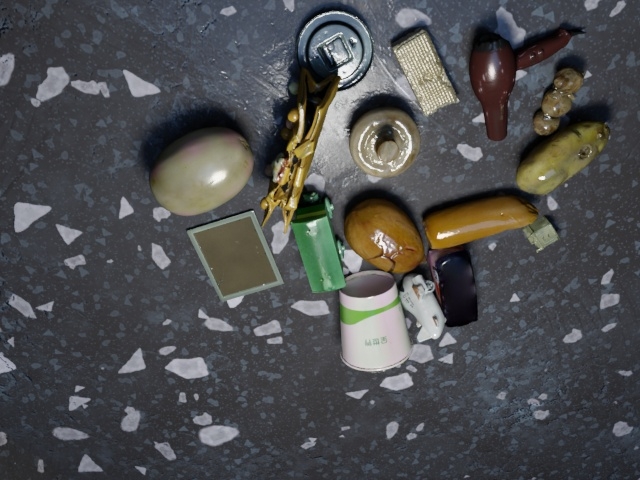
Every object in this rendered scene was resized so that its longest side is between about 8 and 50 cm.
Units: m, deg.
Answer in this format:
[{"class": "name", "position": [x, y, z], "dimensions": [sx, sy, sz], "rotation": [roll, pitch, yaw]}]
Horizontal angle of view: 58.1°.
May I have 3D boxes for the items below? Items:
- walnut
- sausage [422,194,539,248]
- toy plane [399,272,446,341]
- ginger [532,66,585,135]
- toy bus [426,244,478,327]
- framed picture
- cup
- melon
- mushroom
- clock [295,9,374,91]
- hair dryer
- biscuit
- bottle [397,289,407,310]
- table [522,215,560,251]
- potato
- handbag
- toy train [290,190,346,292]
[{"class": "walnut", "position": [0.211, -0.005, 1.788], "dimensions": [0.298, 0.203, 0.203], "rotation": [31, 114, -10]}, {"class": "sausage", "position": [0.500, -0.069, 1.799], "dimensions": [0.354, 0.134, 0.116], "rotation": [-16, 123, 7]}, {"class": "toy plane", "position": [0.331, 0.216, 1.901], "dimensions": [0.117, 0.245, 0.245], "rotation": [-20, 120, -4]}, {"class": "ginger", "position": [0.673, -0.396, 1.645], "dimensions": [0.104, 0.080, 0.204], "rotation": [-18, 138, -35]}, {"class": "toy bus", "position": [0.437, 0.145, 1.910], "dimensions": [0.127, 0.147, 0.303], "rotation": [-18, 118, -2]}, {"class": "framed picture", "position": [-0.276, 0.054, 1.901], "dimensions": [0.232, 0.019, 0.296], "rotation": [-16, 119, 6]}, {"class": "cup", "position": [0.170, 0.260, 1.922], "dimensions": [0.253, 0.253, 0.274], "rotation": [-10, 114, 3]}, {"class": "melon", "position": [-0.341, -0.195, 1.639], "dimensions": [0.317, 0.223, 0.223], "rotation": [-27, 118, 18]}, {"class": "mushroom", "position": [0.184, -0.268, 1.625], "dimensions": [0.207, 0.215, 0.207], "rotation": [0, 112, 0]}, {"class": "clock", "position": [0.039, -0.516, 1.573], "dimensions": [0.215, 0.042, 0.215], "rotation": [-1, 120, -2]}, {"class": "hair dryer", "position": [0.586, -0.471, 1.609], "dimensions": [0.340, 0.123, 0.312], "rotation": [-26, 129, 0]}, {"class": "biscuit", "position": [0.293, -0.463, 1.603], "dimensions": [0.108, 0.062, 0.239], "rotation": [-27, 118, 12]}, {"class": "bottle", "position": [0.288, 0.208, 2.009], "dimensions": [0.030, 0.030, 0.083], "rotation": [-32, 116, 15]}, {"class": "table", "position": [0.718, -0.020, 1.878], "dimensions": [0.083, 0.062, 0.079], "rotation": [-32, 116, 16]}, {"class": "potato", "position": [0.703, -0.246, 1.687], "dimensions": [0.296, 0.191, 0.141], "rotation": [-35, 75, 12]}, {"class": "handbag", "position": [-0.067, -0.246, 1.563], "dimensions": [0.133, 0.283, 0.401], "rotation": [16, 128, -8]}, {"class": "toy train", "position": [0.000, 0.000, 1.779], "dimensions": [0.120, 0.202, 0.301], "rotation": [-11, 120, 9]}]
